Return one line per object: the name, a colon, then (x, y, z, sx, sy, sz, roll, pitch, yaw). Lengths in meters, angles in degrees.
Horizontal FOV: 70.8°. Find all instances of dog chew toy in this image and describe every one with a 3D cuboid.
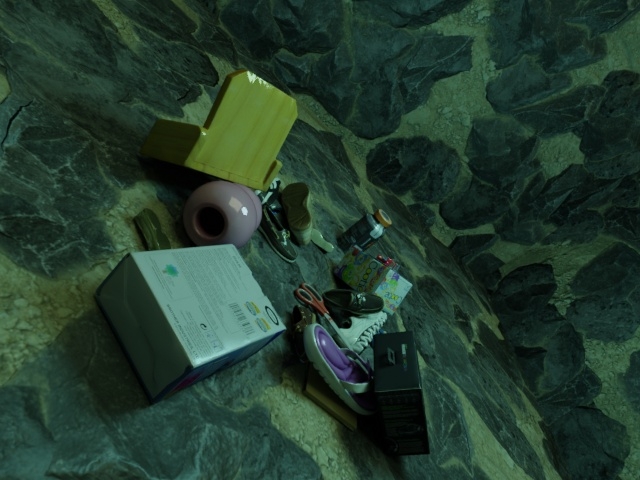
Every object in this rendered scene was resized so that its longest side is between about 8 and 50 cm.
dog chew toy: (-0.270, -0.082, 1.351, 0.207, 0.206, 0.332, 48, 14, -3)

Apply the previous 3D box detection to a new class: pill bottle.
pill bottle: (0.207, -0.036, 2.066, 0.130, 0.245, 0.130, 39, 25, -23)

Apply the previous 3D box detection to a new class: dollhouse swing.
dollhouse swing: (-0.297, -0.344, 1.387, 0.315, 0.305, 0.346, 19, 4, 35)

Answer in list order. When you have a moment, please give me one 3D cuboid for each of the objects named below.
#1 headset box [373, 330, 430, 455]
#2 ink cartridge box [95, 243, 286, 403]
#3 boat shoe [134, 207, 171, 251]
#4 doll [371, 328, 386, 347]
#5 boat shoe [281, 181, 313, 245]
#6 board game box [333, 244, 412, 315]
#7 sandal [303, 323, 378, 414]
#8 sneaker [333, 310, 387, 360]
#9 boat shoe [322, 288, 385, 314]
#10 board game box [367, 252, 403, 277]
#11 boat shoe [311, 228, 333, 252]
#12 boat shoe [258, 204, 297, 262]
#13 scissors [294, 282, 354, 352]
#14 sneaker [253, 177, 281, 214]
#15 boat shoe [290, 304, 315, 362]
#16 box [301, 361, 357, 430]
headset box: (0.240, 0.447, 1.355, 0.246, 0.131, 0.283, -79, 159, -61)
ink cartridge box: (-0.258, 0.160, 1.039, 0.270, 0.151, 0.395, 56, 25, 13)
boat shoe: (-0.426, -0.007, 1.143, 0.153, 0.048, 0.056, 62, 12, 11)
doll: (0.237, 0.387, 1.724, 0.189, 0.046, 0.129, 42, 32, -2)
boat shoe: (-0.093, -0.117, 1.847, 0.341, 0.121, 0.110, -96, 176, -50)
board game box: (0.197, 0.149, 1.759, 0.144, 0.142, 0.275, 34, 0, -33)
sandal: (0.094, 0.377, 1.294, 0.416, 0.102, 0.169, 48, 24, -38)
sneaker: (0.146, 0.305, 1.596, 0.118, 0.110, 0.292, 38, 29, 13)
boat shoe: (0.113, 0.213, 1.578, 0.073, 0.223, 0.080, 56, 42, -72)
board game box: (0.259, 0.084, 1.745, 0.168, 0.033, 0.133, 35, 0, 20)
boat shoe: (-0.001, 0.001, 1.896, 0.133, 0.049, 0.042, 42, -5, -2)
boat shoe: (-0.154, -0.023, 1.617, 0.228, 0.068, 0.081, 50, 23, 2)
scissors: (0.027, 0.252, 1.516, 0.297, 0.021, 0.109, 43, 21, 16)
sneaker: (-0.190, -0.165, 1.775, 0.121, 0.079, 0.217, 51, 31, -6)
boat shoe: (-0.057, 0.272, 1.340, 0.073, 0.073, 0.207, 38, 18, -21)
box: (0.032, 0.432, 1.312, 0.201, 0.021, 0.164, 43, 24, -17)
